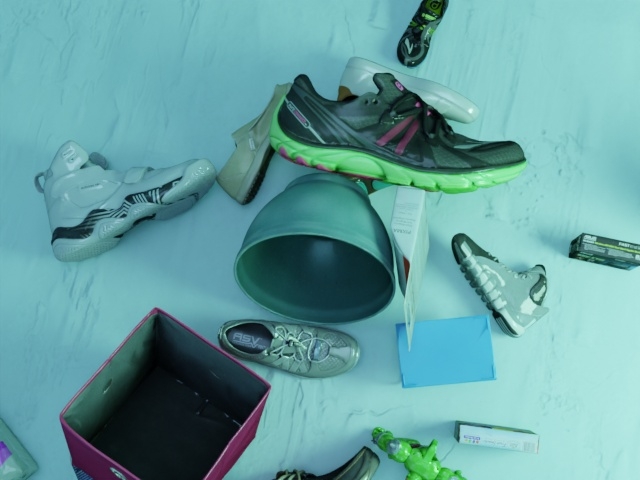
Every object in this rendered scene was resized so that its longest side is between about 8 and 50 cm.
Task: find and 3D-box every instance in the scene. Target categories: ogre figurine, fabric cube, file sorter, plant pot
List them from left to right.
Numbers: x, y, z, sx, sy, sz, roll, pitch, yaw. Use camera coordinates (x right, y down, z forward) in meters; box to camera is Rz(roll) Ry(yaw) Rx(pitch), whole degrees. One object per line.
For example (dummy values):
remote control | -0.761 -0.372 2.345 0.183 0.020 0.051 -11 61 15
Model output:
fabric cube | -0.270 0.326 1.380 0.254 0.258 0.259 33 57 9
plant pot | 0.000 0.000 1.470 0.293 0.293 0.196 4 53 6
ogre figurine | 0.183 0.404 1.438 0.097 0.118 0.197 -40 78 -3
file sorter | 0.232 0.210 1.476 0.170 0.104 0.118 -6 80 5

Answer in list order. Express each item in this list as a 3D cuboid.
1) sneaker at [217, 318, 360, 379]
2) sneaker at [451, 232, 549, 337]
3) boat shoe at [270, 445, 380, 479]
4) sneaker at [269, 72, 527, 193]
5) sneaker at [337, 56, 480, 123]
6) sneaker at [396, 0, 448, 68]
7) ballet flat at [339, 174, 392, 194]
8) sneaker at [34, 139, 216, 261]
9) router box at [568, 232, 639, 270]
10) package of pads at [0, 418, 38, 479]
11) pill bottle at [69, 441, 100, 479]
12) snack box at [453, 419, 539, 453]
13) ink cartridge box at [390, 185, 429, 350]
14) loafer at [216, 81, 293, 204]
sneaker | -0.066 0.207 1.498 0.282 0.115 0.105 4 80 6
sneaker | 0.357 0.061 1.511 0.132 0.086 0.228 -32 88 -6
boat shoe | -0.051 0.486 1.439 0.355 0.132 0.130 -39 79 -4
sneaker | 0.151 -0.201 1.448 0.483 0.185 0.202 11 95 -2
sneaker | 0.169 -0.265 1.579 0.290 0.106 0.123 22 88 19
sneaker | 0.208 -0.440 1.612 0.067 0.078 0.188 25 83 9
ballet flat | 0.088 -0.124 1.581 0.206 0.073 0.067 -20 51 -1
sneaker | -0.401 -0.121 1.573 0.366 0.137 0.210 -27 80 6
router box | 0.541 0.022 1.488 0.123 0.092 0.038 12 81 8
package of pads | -0.735 0.413 1.532 0.229 0.101 0.296 -42 78 -4
pill bottle | -0.419 0.430 1.501 0.094 0.094 0.169 -27 79 0
snack box | 0.320 0.359 1.442 0.141 0.100 0.037 7 81 6
ink cartridge box | 0.148 0.050 1.397 0.066 0.189 0.232 10 59 16
loafer | -0.131 -0.206 1.589 0.092 0.102 0.268 24 83 3
